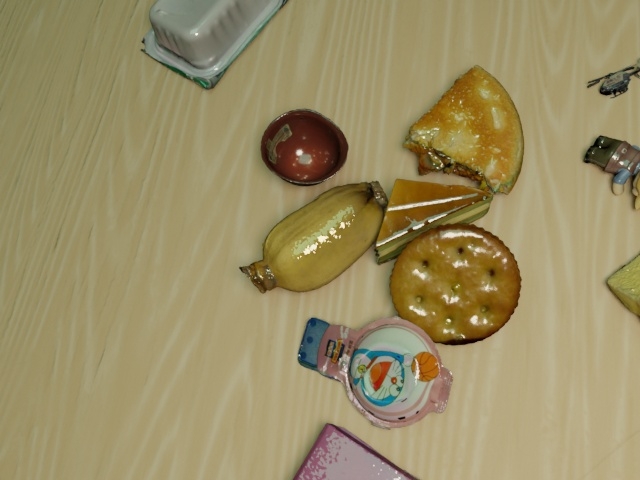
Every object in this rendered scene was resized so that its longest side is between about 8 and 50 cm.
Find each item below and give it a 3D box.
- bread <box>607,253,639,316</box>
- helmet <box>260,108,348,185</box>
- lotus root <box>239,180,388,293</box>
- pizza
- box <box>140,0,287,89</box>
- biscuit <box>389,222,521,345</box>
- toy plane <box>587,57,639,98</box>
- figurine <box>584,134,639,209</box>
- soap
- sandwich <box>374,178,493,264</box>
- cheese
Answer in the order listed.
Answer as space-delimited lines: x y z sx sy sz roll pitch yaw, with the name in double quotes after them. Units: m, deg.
0.630 0.053 0.899 0.266 0.142 0.178 -37 83 -1 "bread"
-0.023 -0.168 1.111 0.175 0.106 0.155 14 76 14 "helmet"
0.000 0.000 1.033 0.303 0.131 0.146 -35 44 -3 "lotus root"
0.270 -0.200 1.074 0.229 0.081 0.289 -9 68 1 "pizza"
-0.265 -0.550 1.303 0.264 0.106 0.336 33 80 20 "box"
0.231 0.077 0.949 0.220 0.066 0.220 2 99 13 "biscuit"
0.587 -0.316 1.082 0.121 0.031 0.049 -25 59 5 "toy plane"
0.573 -0.121 0.987 0.114 0.108 0.196 -45 50 -17 "figurine"
0.024 0.450 0.888 0.181 0.081 0.259 29 78 20 "soap"
0.205 -0.019 1.006 0.187 0.117 0.144 9 74 13 "sandwich"
0.088 0.215 0.960 0.286 0.074 0.189 16 87 29 "cheese"
